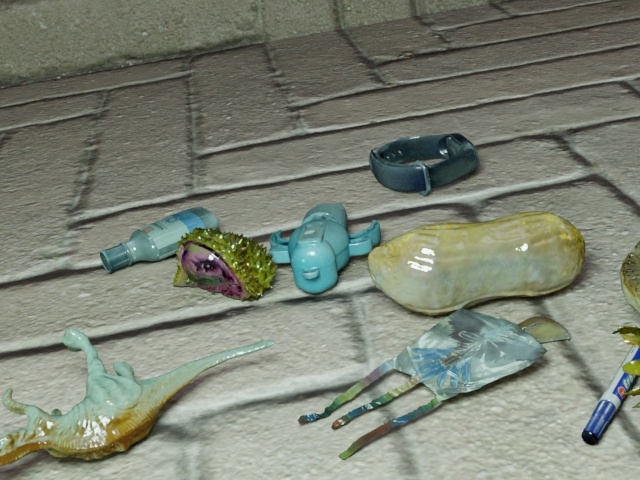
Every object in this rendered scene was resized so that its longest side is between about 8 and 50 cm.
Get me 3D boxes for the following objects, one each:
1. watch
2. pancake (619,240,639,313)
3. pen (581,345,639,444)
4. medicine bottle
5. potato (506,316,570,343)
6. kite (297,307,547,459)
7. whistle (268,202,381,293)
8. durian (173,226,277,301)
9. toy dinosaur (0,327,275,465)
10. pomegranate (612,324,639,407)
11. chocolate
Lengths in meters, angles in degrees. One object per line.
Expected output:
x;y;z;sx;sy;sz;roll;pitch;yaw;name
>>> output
0.196;-0.149;1.785;0.193;0.068;0.206;-13;22;-1;watch
0.578;0.055;1.205;0.387;0.082;0.387;-6;22;2;pancake
0.351;0.173;1.099;0.025;0.025;0.204;9;31;33;pen
-0.283;-0.001;1.643;0.209;0.053;0.090;-24;29;-27;medicine bottle
0.278;0.115;1.231;0.093;0.036;0.037;-10;28;1;potato
0.131;0.172;1.156;0.310;0.015;0.169;-30;31;-27;kite
0.000;0.000;1.512;0.186;0.093;0.274;-6;22;11;whistle
-0.155;0.015;1.476;0.187;0.108;0.119;8;49;38;durian
-0.247;0.191;1.188;0.393;0.092;0.205;-5;27;-18;toy dinosaur
0.433;0.123;0.955;0.257;0.220;0.221;1;27;12;pomegranate
0.222;0.033;1.323;0.310;0.134;0.134;-6;25;-2;chocolate
